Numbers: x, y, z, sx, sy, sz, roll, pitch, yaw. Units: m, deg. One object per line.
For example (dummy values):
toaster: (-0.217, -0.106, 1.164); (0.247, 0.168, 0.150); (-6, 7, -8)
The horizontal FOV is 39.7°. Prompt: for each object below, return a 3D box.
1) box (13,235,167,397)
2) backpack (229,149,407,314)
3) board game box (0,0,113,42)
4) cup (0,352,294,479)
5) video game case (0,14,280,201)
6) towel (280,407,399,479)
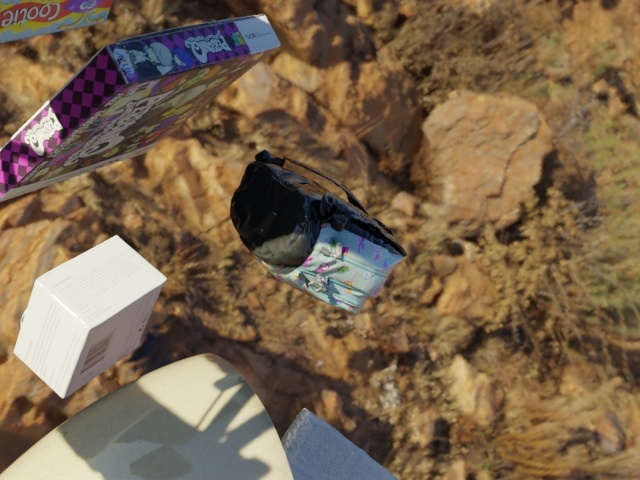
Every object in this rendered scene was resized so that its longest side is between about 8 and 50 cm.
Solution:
box: (-0.362, 0.118, 1.394); (0.119, 0.181, 0.182); (39, 39, 11)
backpack: (0.000, 0.000, 0.939); (0.182, 0.115, 0.152); (28, 15, -42)
board game box: (-0.186, -0.245, 0.508); (0.144, 0.275, 0.142); (-21, 81, -30)
cup: (-0.193, 0.296, 0.882); (0.237, 0.331, 0.331); (-7, 69, -31)
video game case: (-0.179, -0.125, 0.832); (0.210, 0.232, 0.042); (-31, 91, -52)
towel: (0.020, 0.388, 1.254); (0.282, 0.049, 0.187); (43, 74, -25)
